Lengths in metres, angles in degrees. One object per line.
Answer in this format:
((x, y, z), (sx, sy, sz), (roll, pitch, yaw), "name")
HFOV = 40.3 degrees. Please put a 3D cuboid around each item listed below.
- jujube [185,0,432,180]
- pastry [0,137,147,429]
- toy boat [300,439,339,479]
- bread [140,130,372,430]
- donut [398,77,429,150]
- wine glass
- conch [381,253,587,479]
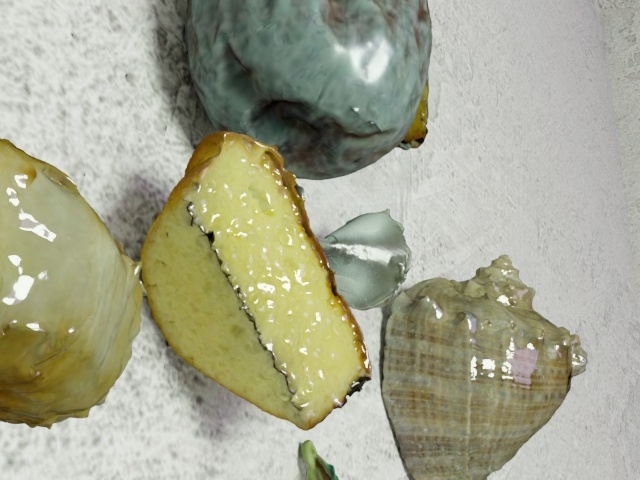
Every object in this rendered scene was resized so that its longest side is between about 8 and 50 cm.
((-0.018, -0.220, 0.874), (0.247, 0.215, 0.308), (17, 56, -21), "jujube")
((-0.210, 0.006, 0.417), (0.257, 0.236, 0.120), (42, 53, -47), "pastry")
((-0.014, 0.301, 0.779), (0.099, 0.108, 0.293), (36, 32, -4), "toy boat")
((-0.070, 0.041, 0.753), (0.129, 0.134, 0.260), (-44, 112, -46), "bread")
((0.056, -0.235, 1.129), (0.272, 0.107, 0.272), (29, 57, -58), "donut")
((0.000, 0.000, 0.921), (0.183, 0.122, 0.122), (25, 57, -48), "wine glass")
((0.219, 0.174, 1.146), (0.297, 0.210, 0.352), (24, 54, -38), "conch")
